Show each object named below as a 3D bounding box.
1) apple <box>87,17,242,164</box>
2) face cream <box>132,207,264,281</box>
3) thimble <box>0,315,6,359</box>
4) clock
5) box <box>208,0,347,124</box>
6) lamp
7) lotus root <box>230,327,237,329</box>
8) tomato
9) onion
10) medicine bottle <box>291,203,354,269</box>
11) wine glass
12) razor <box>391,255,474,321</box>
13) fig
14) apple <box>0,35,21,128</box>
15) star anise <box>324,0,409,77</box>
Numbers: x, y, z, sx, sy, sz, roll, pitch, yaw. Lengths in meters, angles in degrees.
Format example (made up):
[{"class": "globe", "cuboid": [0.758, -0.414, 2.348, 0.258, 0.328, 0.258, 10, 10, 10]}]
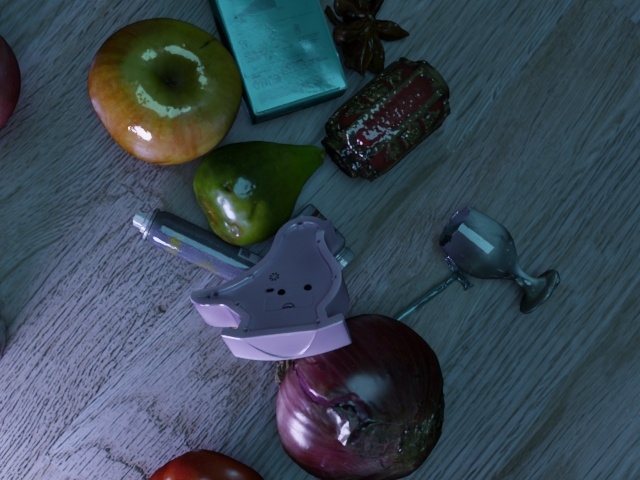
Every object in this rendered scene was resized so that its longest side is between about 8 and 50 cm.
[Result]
[{"class": "apple", "cuboid": [-0.289, -0.280, 1.604, 0.286, 0.233, 0.286, 2, 80, -13]}, {"class": "face cream", "cuboid": [-0.237, 0.014, 1.683, 0.283, 0.073, 0.073, 26, 84, -7]}, {"class": "thimble", "cuboid": [-0.685, 0.188, 1.565, 0.211, 0.149, 0.185, -23, 89, -9]}, {"class": "clock", "cuboid": [-0.091, 0.092, 1.577, 0.290, 0.080, 0.275, -10, 47, 10]}, {"class": "box", "cuboid": [-0.092, -0.410, 1.704, 0.205, 0.118, 0.311, -20, 91, -12]}, {"class": "lamp", "cuboid": [0.135, -0.243, 1.712, 0.274, 0.177, 0.177, -41, 94, -11]}, {"class": "lotus root", "cuboid": [-0.110, 0.153, 1.682, 0.159, 0.135, 0.095, -18, 91, 4]}, {"class": "tomato", "cuboid": [-0.204, 0.543, 1.585, 0.226, 0.298, 0.299, 25, 82, -48]}, {"class": "onion", "cuboid": [0.081, 0.316, 1.606, 0.353, 0.353, 0.354, 0, 87, -9]}, {"class": "medicine bottle", "cuboid": [0.000, 0.000, 1.719, 0.079, 0.079, 0.140, -45, 94, -8]}, {"class": "wine glass", "cuboid": [0.365, 0.039, 1.756, 0.241, 0.126, 0.126, 38, 82, -6]}, {"class": "razor", "cuboid": [0.215, 0.123, 1.771, 0.211, 0.036, 0.084, -37, 91, -10]}, {"class": "fig", "cuboid": [-0.108, -0.122, 1.670, 0.275, 0.206, 0.206, -36, 93, -23]}, {"class": "apple", "cuboid": [-0.711, -0.302, 1.501, 0.344, 0.345, 0.269, 34, 82, -6]}, {"class": "star anise", "cuboid": [0.084, -0.429, 1.739, 0.196, 0.111, 0.212, 28, 52, -26]}]
